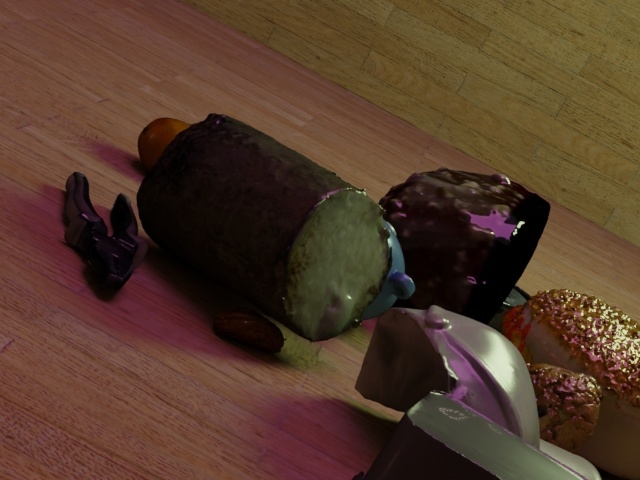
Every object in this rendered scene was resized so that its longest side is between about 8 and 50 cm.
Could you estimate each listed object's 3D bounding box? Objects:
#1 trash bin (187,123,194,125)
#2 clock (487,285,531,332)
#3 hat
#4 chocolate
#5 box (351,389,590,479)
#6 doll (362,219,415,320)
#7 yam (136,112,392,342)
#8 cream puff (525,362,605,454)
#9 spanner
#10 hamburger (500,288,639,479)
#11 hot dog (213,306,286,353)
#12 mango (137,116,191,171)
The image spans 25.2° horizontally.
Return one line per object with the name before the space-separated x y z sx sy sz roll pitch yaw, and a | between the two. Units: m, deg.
trash bin | -0.180 -0.159 2.312 0.061 0.043 0.092 37 17 32
clock | 0.258 0.085 2.274 0.215 0.042 0.215 26 14 -7
hat | 0.193 0.190 1.507 0.301 0.168 0.258 25 17 -30
chocolate | 0.176 0.004 2.041 0.210 0.225 0.340 27 25 15
box | 0.141 0.247 1.266 0.243 0.135 0.163 32 15 14
doll | 0.000 0.000 1.846 0.314 0.141 0.177 31 -31 35
yam | -0.067 -0.023 1.673 0.195 0.195 0.300 13 13 -47
cream puff | 0.266 0.200 1.681 0.104 0.133 0.119 33 50 -42
spanner | -0.249 -0.010 1.643 0.095 0.040 0.325 24 13 -19
hamburger | 0.358 0.176 1.847 0.294 0.179 0.276 32 13 17
hot dog | -0.077 0.098 1.591 0.083 0.035 0.058 23 3 -21
mango | -0.193 -0.113 2.037 0.165 0.089 0.115 41 9 33
